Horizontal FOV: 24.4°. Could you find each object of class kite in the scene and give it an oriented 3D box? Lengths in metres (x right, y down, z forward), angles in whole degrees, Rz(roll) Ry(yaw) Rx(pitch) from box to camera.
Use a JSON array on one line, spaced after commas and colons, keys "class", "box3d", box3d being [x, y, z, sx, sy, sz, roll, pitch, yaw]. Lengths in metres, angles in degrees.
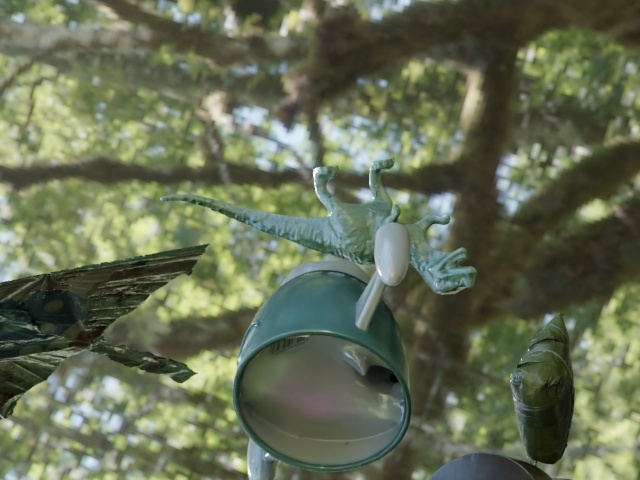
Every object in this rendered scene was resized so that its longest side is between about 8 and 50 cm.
[{"class": "kite", "box3d": [-0.219, 0.088, 1.316, 0.314, 0.335, 0.011, 21, -136, -45]}]

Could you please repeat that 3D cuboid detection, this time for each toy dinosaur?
[{"class": "toy dinosaur", "box3d": [0.012, -0.048, 1.668, 0.076, 0.383, 0.129, 14, -86, -66]}]

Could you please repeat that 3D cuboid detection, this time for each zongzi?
[{"class": "zongzi", "box3d": [0.245, 0.170, 1.558, 0.130, 0.062, 0.154, -55, -41, -53]}]

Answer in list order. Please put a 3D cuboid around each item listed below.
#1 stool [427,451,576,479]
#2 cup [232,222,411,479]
[{"class": "stool", "box3d": [0.235, 0.333, 1.551, 0.264, 0.179, 0.179, 24, -95, -46]}, {"class": "cup", "box3d": [0.006, 0.106, 1.415, 0.300, 0.167, 0.173, -59, 12, 27]}]
